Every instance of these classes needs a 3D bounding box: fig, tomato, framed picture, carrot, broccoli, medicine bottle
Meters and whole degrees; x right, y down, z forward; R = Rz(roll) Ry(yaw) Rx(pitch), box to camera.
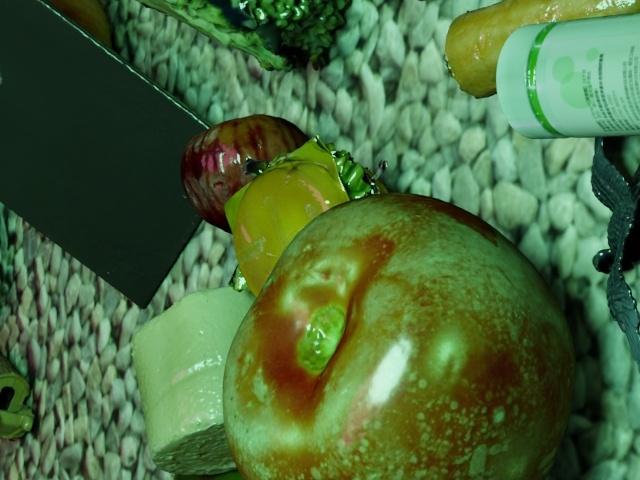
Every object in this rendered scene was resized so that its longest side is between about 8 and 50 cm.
[{"bbox_3d":[-0.068,-0.051,1.597,0.128,0.128,0.150,47,137,49],"label":"fig"},{"bbox_3d":[0.067,0.106,1.270,0.270,0.223,0.270,-31,43,33],"label":"tomato"},{"bbox_3d":[-0.261,-0.104,1.787,0.324,0.013,0.244,38,124,4],"label":"framed picture"},{"bbox_3d":[0.187,-0.162,1.291,0.205,0.072,0.072,-13,73,48],"label":"carrot"},{"bbox_3d":[-0.083,-0.280,1.587,0.273,0.242,0.180,32,88,47],"label":"broccoli"},{"bbox_3d":[0.217,-0.114,1.183,0.183,0.086,0.086,1,84,47],"label":"medicine bottle"}]

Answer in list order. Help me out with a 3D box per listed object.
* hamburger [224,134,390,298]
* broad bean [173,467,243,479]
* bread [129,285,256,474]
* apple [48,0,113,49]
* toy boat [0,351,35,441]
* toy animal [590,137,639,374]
[{"bbox_3d":[-0.003,-0.001,1.487,0.190,0.093,0.164,-16,82,41],"label":"hamburger"},{"bbox_3d":[-0.092,0.238,1.635,0.195,0.046,0.061,21,99,54],"label":"broad bean"},{"bbox_3d":[-0.095,0.128,1.575,0.148,0.134,0.141,-25,59,22],"label":"bread"},{"bbox_3d":[-0.367,-0.198,1.961,0.286,0.233,0.286,-8,81,61],"label":"apple"},{"bbox_3d":[-0.409,0.175,2.105,0.226,0.068,0.088,34,107,56],"label":"toy boat"},{"bbox_3d":[0.220,-0.012,1.202,0.108,0.062,0.220,-45,36,45],"label":"toy animal"}]
